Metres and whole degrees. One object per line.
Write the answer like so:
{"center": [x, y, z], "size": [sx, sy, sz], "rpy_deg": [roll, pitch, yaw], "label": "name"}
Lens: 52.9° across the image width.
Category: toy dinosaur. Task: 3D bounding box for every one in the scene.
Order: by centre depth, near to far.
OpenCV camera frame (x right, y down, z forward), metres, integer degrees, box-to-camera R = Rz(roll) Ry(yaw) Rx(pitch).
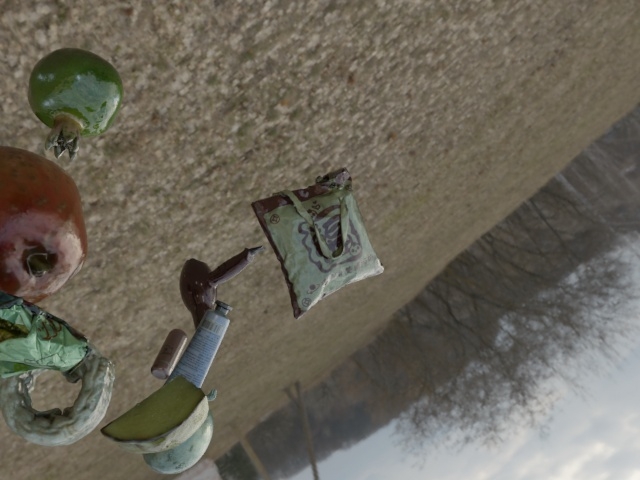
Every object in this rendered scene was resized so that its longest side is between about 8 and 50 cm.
{"center": [-0.404, 0.513, 1.962], "size": [0.187, 0.106, 0.044], "rpy_deg": [-56, -161, -6], "label": "toy dinosaur"}

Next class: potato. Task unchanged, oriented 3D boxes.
{"center": [-0.240, 0.296, 0.969], "size": [0.149, 0.081, 0.120], "rpy_deg": [-32, 141, -39], "label": "potato"}

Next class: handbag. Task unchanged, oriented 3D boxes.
{"center": [0.000, 0.000, 1.227], "size": [0.213, 0.235, 0.127], "rpy_deg": [-24, -172, -19], "label": "handbag"}

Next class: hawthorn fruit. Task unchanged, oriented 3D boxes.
{"center": [-0.730, -0.017, 1.516], "size": [0.403, 0.403, 0.403], "rpy_deg": [-34, 166, -10], "label": "hawthorn fruit"}

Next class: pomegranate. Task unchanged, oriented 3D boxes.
{"center": [-0.488, -0.266, 1.269], "size": [0.187, 0.225, 0.187], "rpy_deg": [0, 150, 0], "label": "pomegranate"}

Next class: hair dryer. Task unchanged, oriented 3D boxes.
{"center": [-0.305, 0.142, 2.097], "size": [0.340, 0.312, 0.123], "rpy_deg": [-33, 144, 15], "label": "hair dryer"}

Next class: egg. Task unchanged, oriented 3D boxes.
{"center": [-0.369, 0.500, 1.662], "size": [0.169, 0.169, 0.236], "rpy_deg": [-45, -175, 31], "label": "egg"}

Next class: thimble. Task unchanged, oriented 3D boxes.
{"center": [-0.688, 0.388, 1.699], "size": [0.291, 0.291, 0.195], "rpy_deg": [-31, 166, -20], "label": "thimble"}

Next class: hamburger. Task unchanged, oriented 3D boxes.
{"center": [-0.606, 0.201, 1.289], "size": [0.260, 0.276, 0.150], "rpy_deg": [-2, -127, 51], "label": "hamburger"}

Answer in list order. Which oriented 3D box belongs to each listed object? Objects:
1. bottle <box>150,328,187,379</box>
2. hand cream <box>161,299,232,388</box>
{"center": [-0.389, 0.292, 1.656], "size": [0.053, 0.053, 0.140], "rpy_deg": [-48, -164, 38], "label": "bottle"}
{"center": [-0.280, 0.263, 1.453], "size": [0.058, 0.091, 0.271], "rpy_deg": [89, 26, -77], "label": "hand cream"}
